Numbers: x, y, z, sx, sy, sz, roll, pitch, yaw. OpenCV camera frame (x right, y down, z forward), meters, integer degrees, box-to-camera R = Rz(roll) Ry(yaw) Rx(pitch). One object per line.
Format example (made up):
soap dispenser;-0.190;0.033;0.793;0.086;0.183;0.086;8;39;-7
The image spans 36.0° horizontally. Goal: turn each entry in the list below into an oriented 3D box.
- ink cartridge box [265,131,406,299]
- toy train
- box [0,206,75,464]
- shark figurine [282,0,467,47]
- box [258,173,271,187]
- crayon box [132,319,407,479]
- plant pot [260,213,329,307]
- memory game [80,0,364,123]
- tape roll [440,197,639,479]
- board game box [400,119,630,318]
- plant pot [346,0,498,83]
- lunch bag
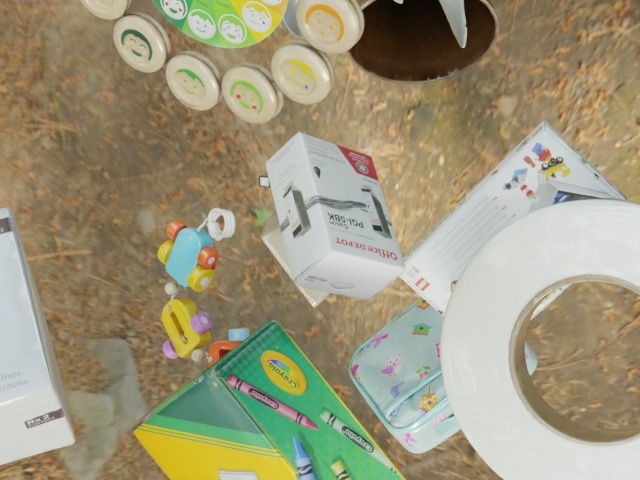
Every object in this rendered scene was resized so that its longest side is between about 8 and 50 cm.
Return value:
ink cartridge box;0.014;-0.022;0.915;0.056;0.099;0.135;-40;52;36
toy train;-0.093;0.056;0.905;0.125;0.046;0.166;-10;85;38
box;-0.314;0.093;0.799;0.181;0.119;0.182;-16;59;-13
shark figurine;0.016;-0.259;1.009;0.278;0.166;0.116;17;94;0
box;-0.043;-0.092;1.510;0.083;0.067;0.018;7;103;38
crayon box;-0.013;0.217;0.808;0.278;0.165;0.081;51;49;0
plant pot;0.000;0.000;1.208;0.096;0.109;0.109;-35;100;7
memory game;-0.061;-0.143;0.521;0.186;0.186;0.012;32;47;7
tape roll;0.340;0.140;1.200;0.392;0.072;0.392;2;95;24
board game box;0.282;0.002;1.418;0.193;0.053;0.305;42;111;-6
plant pot;0.137;-0.384;1.430;0.215;0.215;0.230;-3;62;2
lunch bag;0.201;0.199;1.602;0.279;0.108;0.224;-38;37;0
